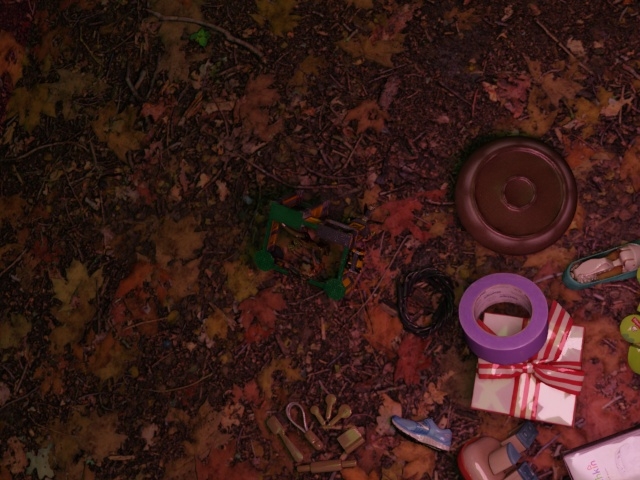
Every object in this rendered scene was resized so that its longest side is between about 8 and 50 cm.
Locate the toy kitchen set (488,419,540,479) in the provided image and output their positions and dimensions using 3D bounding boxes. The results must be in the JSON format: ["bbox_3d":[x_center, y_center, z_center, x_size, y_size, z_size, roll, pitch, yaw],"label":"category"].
[{"bbox_3d":[0.513,0.530,1.739,0.122,0.166,0.207,-43,78,35],"label":"toy kitchen set"}]

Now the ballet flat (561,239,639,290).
[{"bbox_3d":[0.704,0.057,1.824,0.248,0.087,0.083,-21,72,12],"label":"ballet flat"}]

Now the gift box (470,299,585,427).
[{"bbox_3d":[0.476,0.280,1.758,0.255,0.258,0.276,2,79,19],"label":"gift box"}]

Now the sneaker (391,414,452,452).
[{"bbox_3d":[0.255,0.472,1.904,0.162,0.063,0.073,20,67,17],"label":"sneaker"}]

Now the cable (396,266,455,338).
[{"bbox_3d":[0.274,0.164,1.970,0.151,0.047,0.184,-7,73,12],"label":"cable"}]

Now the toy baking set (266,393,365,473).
[{"bbox_3d":[-0.010,0.512,1.992,0.256,0.030,0.196,-15,71,14],"label":"toy baking set"}]

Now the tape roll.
[{"bbox_3d":[0.400,0.170,1.656,0.189,0.080,0.188,-9,54,12],"label":"tape roll"}]

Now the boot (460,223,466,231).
[{"bbox_3d":[0.447,-0.112,1.964,0.137,0.077,0.197,10,93,14],"label":"boot"}]

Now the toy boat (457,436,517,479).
[{"bbox_3d":[0.392,0.592,1.797,0.151,0.151,0.231,-46,64,37],"label":"toy boat"}]

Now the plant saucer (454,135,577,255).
[{"bbox_3d":[0.495,-0.117,1.908,0.311,0.050,0.310,0,84,3],"label":"plant saucer"}]

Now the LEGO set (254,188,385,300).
[{"bbox_3d":[0.000,0.000,2.054,0.332,0.192,0.254,13,112,24],"label":"LEGO set"}]

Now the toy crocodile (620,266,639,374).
[{"bbox_3d":[0.777,0.144,1.745,0.105,0.115,0.340,18,94,37],"label":"toy crocodile"}]

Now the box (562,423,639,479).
[{"bbox_3d":[0.659,0.480,1.651,0.231,0.262,0.126,-24,72,11],"label":"box"}]
